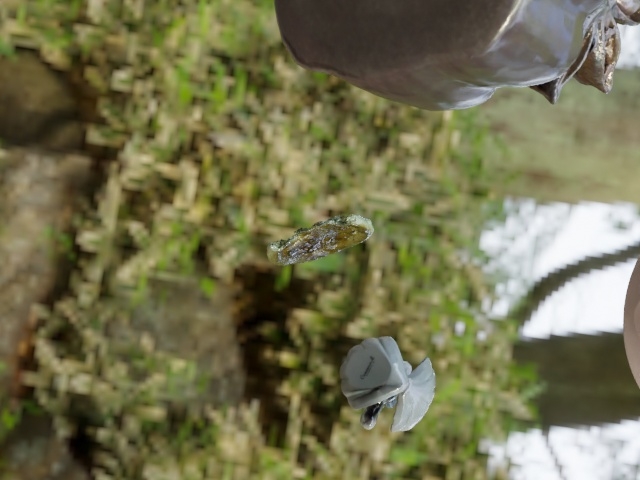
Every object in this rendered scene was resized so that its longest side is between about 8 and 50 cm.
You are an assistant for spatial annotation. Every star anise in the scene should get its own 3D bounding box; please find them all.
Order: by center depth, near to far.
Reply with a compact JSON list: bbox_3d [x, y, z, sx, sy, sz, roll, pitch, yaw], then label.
[{"bbox_3d":[0.254,-0.257,1.830,0.236,0.109,0.223,-16,122,-49],"label":"star anise"}]

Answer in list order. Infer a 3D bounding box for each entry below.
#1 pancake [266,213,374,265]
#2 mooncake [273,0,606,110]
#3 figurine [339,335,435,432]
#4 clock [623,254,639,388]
[{"bbox_3d":[0.001,0.000,2.162,0.116,0.129,0.022,26,45,-65],"label":"pancake"},{"bbox_3d":[0.104,-0.248,1.549,0.306,0.154,0.306,-11,-107,39],"label":"mooncake"},{"bbox_3d":[0.071,0.151,1.851,0.094,0.082,0.086,-62,147,-11],"label":"figurine"},{"bbox_3d":[0.339,0.063,1.442,0.068,0.197,0.196,-177,-84,-67],"label":"clock"}]
